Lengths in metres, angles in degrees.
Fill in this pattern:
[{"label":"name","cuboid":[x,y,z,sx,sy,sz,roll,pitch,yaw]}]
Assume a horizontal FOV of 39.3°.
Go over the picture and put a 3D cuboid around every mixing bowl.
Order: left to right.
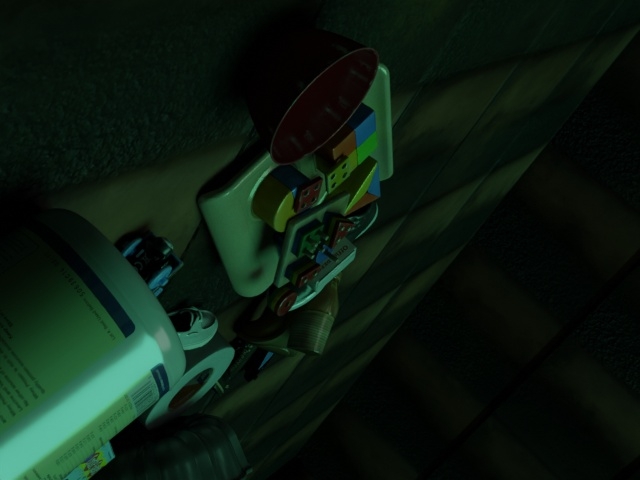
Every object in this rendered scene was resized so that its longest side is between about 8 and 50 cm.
[{"label":"mixing bowl","cuboid":[-0.026,-0.191,1.094,0.181,0.098,0.181,-42,164,-15]}]

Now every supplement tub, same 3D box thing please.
[{"label":"supplement tub","cuboid":[-0.327,0.145,0.901,0.325,0.235,0.235,-39,164,-24]}]

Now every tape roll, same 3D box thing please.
[{"label":"tape roll","cuboid":[-0.264,0.253,1.674,0.219,0.072,0.219,-42,164,-15]}]

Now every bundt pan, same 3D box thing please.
[{"label":"bundt pan","cuboid":[-0.304,0.420,1.708,0.330,0.124,0.331,-14,-179,0]}]

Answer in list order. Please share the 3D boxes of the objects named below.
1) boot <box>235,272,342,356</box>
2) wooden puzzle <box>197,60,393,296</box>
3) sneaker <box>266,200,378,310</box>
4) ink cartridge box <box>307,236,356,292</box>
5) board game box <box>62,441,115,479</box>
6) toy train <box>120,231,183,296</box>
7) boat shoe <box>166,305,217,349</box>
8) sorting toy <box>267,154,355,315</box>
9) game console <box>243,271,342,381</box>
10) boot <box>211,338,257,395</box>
[{"label":"boot","cuboid":[-0.058,0.117,1.817,0.283,0.109,0.220,-13,-122,59]},{"label":"wooden puzzle","cuboid":[-0.009,-0.074,1.395,0.348,0.080,0.322,-40,155,-16]},{"label":"sneaker","cuboid":[-0.004,-0.001,1.665,0.296,0.104,0.147,-48,164,-13]},{"label":"ink cartridge box","cuboid":[-0.018,0.009,1.568,0.099,0.135,0.056,-41,164,-16]},{"label":"board game box","cuboid":[-0.443,0.326,1.243,0.275,0.144,0.142,-38,164,-22]},{"label":"toy train","cuboid":[-0.264,0.069,1.190,0.184,0.080,0.105,-46,174,-8]},{"label":"boat shoe","cuboid":[-0.231,0.142,1.505,0.184,0.066,0.063,-6,140,-53]},{"label":"sorting toy","cuboid":[0.000,0.000,1.370,0.132,0.046,0.275,-31,149,-41]},{"label":"game console","cuboid":[-0.085,0.203,2.079,0.213,0.044,0.361,-31,160,-42]},{"label":"boot","cuboid":[-0.193,0.251,1.885,0.137,0.077,0.198,-49,179,-7]}]
